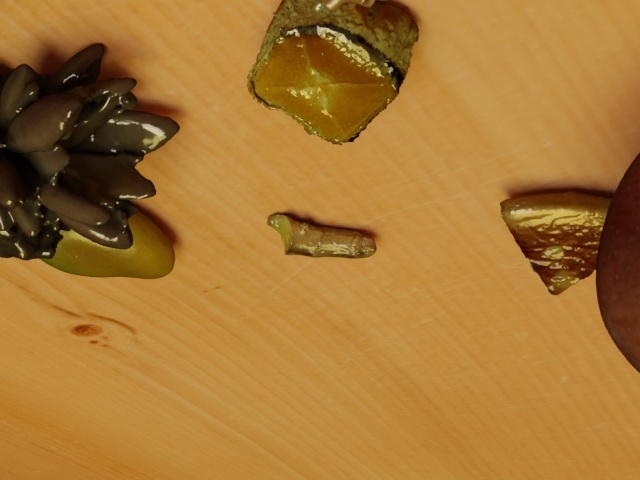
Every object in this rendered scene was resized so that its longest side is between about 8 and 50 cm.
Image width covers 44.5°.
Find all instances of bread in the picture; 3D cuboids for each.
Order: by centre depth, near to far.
[{"bbox_3d":[0.007,-0.160,0.697,0.127,0.069,0.140,25,146,-15],"label":"bread"},{"bbox_3d":[0.249,-0.012,0.833,0.136,0.054,0.154,23,137,-12],"label":"bread"}]

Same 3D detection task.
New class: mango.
[{"bbox_3d":[-0.280,-0.007,0.992,0.191,0.086,0.122,5,134,-4],"label":"mango"}]

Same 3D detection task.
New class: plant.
[{"bbox_3d":[-0.306,-0.085,0.823,0.320,0.194,0.181,-3,154,28],"label":"plant"}]

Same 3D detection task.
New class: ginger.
[{"bbox_3d":[-0.001,0.002,0.944,0.137,0.044,0.057,11,126,1],"label":"ginger"}]

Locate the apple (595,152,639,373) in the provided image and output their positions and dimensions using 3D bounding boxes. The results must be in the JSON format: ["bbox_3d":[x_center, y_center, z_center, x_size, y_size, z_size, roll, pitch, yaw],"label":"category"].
[{"bbox_3d":[0.379,0.018,0.652,0.305,0.306,0.235,11,170,2],"label":"apple"}]

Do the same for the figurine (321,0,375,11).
[{"bbox_3d":[0.096,-0.256,0.473,0.275,0.161,0.158,-16,115,28],"label":"figurine"}]
